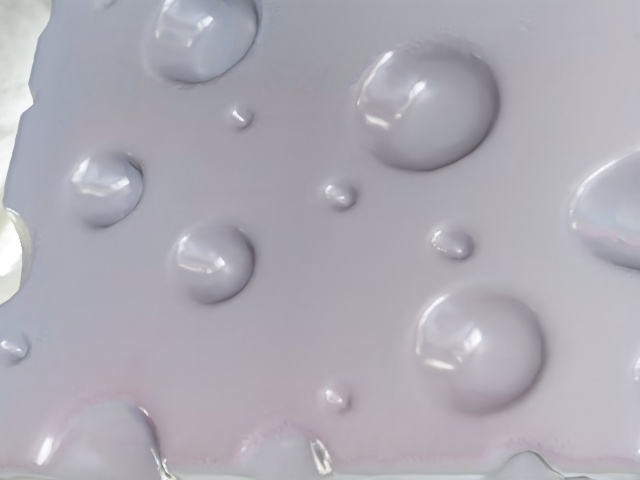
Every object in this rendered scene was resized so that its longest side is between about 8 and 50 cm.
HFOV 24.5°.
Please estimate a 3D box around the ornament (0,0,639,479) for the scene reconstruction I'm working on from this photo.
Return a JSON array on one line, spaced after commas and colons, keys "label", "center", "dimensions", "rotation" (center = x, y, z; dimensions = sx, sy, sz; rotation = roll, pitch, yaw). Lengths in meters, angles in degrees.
[{"label": "ornament", "center": [0.044, 0.008, 0.569], "dimensions": [0.240, 0.239, 0.239], "rotation": [-5, -26, 25]}]
